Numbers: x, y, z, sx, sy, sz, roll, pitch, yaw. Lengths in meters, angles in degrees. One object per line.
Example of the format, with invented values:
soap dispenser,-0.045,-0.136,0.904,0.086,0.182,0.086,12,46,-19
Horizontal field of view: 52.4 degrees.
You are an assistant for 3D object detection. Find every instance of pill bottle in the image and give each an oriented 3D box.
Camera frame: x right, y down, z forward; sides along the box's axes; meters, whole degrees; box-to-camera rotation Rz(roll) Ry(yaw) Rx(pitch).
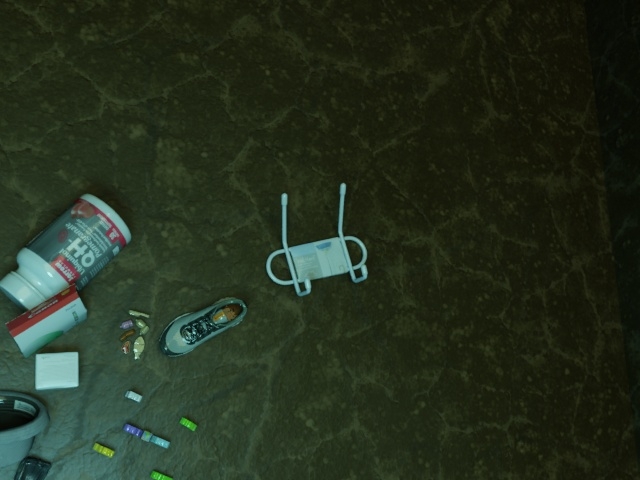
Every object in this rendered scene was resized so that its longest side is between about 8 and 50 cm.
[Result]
pill bottle,-0.659,0.043,1.675,0.176,0.176,0.318,43,64,-7

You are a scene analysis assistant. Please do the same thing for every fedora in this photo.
fedora,-0.782,0.449,1.511,0.275,0.243,0.124,4,103,-31

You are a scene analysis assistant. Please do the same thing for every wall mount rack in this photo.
wall mount rack,0.000,0.000,1.994,0.349,0.130,0.304,-12,80,-26

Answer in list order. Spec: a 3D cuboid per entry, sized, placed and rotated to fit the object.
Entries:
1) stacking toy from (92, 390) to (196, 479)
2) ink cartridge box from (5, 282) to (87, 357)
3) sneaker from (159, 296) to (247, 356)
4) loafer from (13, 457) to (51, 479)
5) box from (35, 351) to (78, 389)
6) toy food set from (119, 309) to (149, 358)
stacking toy,-0.454,0.515,1.703,0.221,0.052,0.167,31,67,-14
ink cartridge box,-0.667,0.199,1.600,0.181,0.224,0.056,-35,86,-27
sneaker,-0.323,0.230,1.805,0.271,0.108,0.100,-29,89,-26
loafer,-0.708,0.634,1.543,0.078,0.076,0.223,17,66,-10
box,-0.663,0.330,1.634,0.101,0.101,0.087,1,75,-23
toy food set,-0.511,0.256,1.768,0.077,0.019,0.122,18,77,-17
